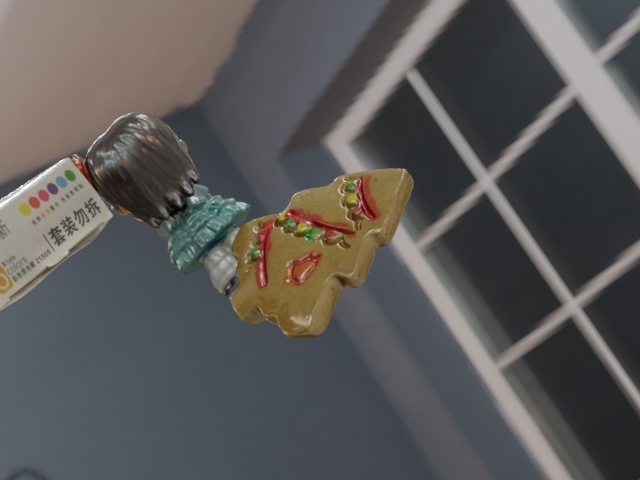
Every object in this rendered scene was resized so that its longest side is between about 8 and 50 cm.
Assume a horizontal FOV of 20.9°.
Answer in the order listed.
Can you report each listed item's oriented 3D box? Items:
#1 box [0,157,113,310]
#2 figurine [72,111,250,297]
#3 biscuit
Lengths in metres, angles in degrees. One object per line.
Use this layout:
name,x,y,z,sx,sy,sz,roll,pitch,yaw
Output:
box,-0.380,0.036,1.865,0.273,0.091,0.221,-28,12,37
figurine,-0.175,-0.039,2.011,0.138,0.245,0.110,-44,-8,-20
biscuit,0.000,0.000,1.868,0.238,0.212,0.041,-40,-54,3
